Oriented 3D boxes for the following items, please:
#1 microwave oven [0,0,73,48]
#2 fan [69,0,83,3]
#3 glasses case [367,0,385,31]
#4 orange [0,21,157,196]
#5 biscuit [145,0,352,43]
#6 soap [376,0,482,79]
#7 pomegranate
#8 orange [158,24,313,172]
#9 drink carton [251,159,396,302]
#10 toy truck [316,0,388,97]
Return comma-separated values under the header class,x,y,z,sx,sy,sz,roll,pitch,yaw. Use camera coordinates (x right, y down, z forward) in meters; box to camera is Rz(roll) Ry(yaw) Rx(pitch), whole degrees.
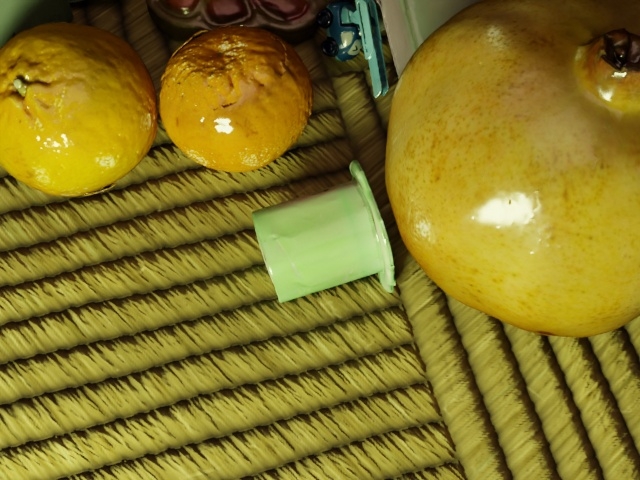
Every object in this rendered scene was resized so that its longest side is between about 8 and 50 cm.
class,x,y,z,sx,sy,sz,roll,pitch,yaw
microwave oven,-0.460,-0.327,1.235,0.181,0.295,0.237,22,65,9
fan,-0.286,-0.405,1.392,0.220,0.009,0.132,-12,71,18
glasses case,0.092,-0.388,1.414,0.042,0.072,0.190,14,64,-3
orange,-0.309,-0.163,1.225,0.219,0.193,0.219,1,81,-6
biscuit,-0.117,-0.428,1.434,0.381,0.074,0.358,7,61,-3
soap,0.210,-0.370,1.326,0.285,0.107,0.296,-12,87,-15
pomegranate,0.277,-0.100,1.109,0.417,0.416,0.416,1,63,-2
orange,-0.105,-0.174,1.252,0.193,0.161,0.193,-5,56,7
drink carton,0.000,0.000,1.183,0.142,0.144,0.146,-16,65,-4
toy truck,0.045,-0.258,1.348,0.074,0.063,0.136,-5,102,29
